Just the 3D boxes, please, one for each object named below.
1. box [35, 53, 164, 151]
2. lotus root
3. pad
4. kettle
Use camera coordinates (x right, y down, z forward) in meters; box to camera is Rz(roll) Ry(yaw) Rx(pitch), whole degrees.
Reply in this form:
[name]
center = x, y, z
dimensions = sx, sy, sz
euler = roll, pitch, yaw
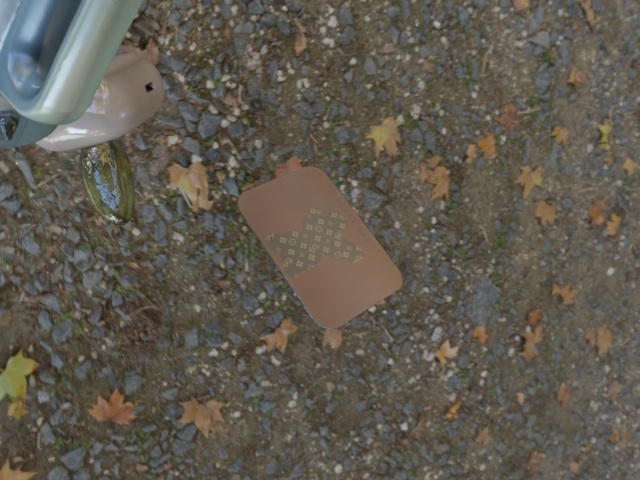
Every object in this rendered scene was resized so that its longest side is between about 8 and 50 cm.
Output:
[box]
center = -0.279, -0.176, 0.644
dimensions = 0.145, 0.200, 0.088
euler = -11, 116, 11
[lotus root]
center = -0.390, -0.113, 0.939
dimensions = 0.089, 0.080, 0.180
euler = -4, 82, -72
[pad]
center = 0.000, 0.000, 0.821
dimensions = 0.181, 0.004, 0.267
euler = -27, 71, -30
[kettle]
center = -0.207, -0.179, 0.353
dimensions = 0.159, 0.243, 0.211
euler = 0, 59, -51
